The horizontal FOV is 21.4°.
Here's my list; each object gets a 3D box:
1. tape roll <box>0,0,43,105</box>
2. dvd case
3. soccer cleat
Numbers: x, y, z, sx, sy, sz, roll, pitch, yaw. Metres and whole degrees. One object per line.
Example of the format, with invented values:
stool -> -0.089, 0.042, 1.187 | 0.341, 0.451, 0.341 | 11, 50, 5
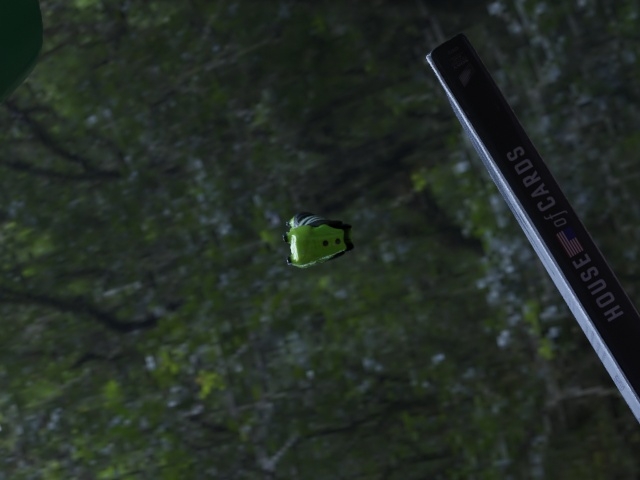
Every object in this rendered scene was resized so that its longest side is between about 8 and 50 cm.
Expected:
tape roll -> -0.331, -0.197, 1.111 | 0.321, 0.321, 0.077 | 50, -118, -21
dvd case -> 0.140, 0.002, 0.988 | 0.238, 0.030, 0.179 | 59, -175, 9
soccer cleat -> 0.000, 0.000, 1.844 | 0.179, 0.072, 0.060 | -86, -12, -84
